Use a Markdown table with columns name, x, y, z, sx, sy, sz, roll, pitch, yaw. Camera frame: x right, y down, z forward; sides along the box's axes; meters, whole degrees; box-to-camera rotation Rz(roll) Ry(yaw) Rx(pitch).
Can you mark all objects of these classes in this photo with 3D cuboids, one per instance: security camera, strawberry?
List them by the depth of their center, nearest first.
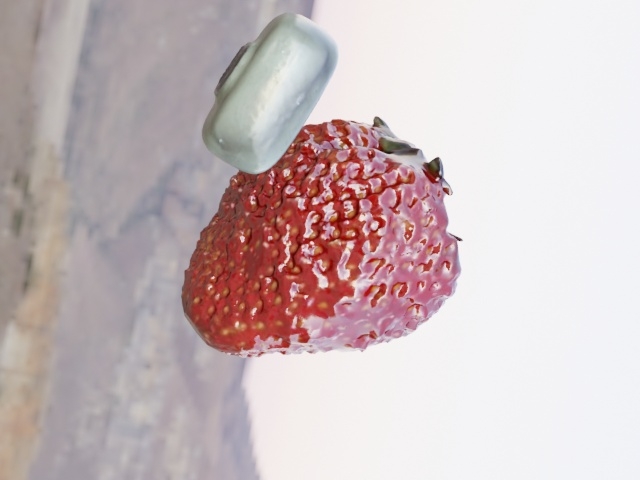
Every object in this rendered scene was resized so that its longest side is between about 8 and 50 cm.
| name | x | y | z | sx | sy | sz | roll | pitch | yaw |
| --- | --- | --- | --- | --- | --- | --- | --- | --- | --- |
| security camera | -0.052 | -0.140 | 1.743 | 0.157 | 0.080 | 0.301 | -58 | -174 | 3 |
| strawberry | 0.000 | 0.004 | 1.977 | 0.261 | 0.257 | 0.261 | 17 | -69 | 55 |
